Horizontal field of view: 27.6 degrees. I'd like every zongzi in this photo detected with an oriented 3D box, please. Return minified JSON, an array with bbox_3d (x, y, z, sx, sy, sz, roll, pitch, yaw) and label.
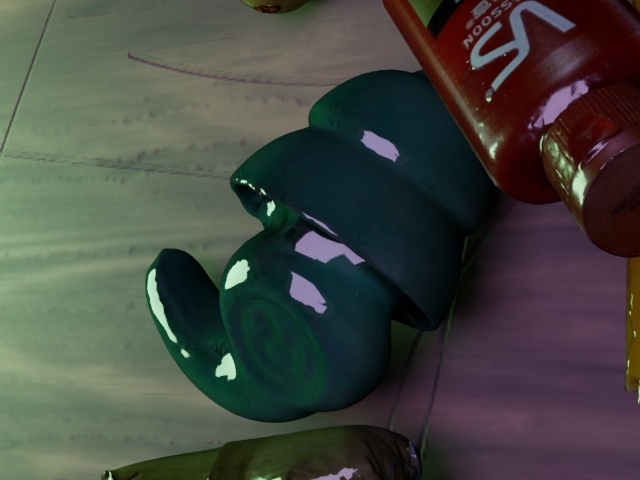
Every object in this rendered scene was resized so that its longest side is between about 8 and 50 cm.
[{"bbox_3d":[-0.020,0.267,0.857,0.251,0.125,0.274,-17,77,38],"label":"zongzi"}]

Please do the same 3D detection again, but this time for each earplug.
[{"bbox_3d":[0.004,0.004,0.883,0.164,0.257,0.280,39,90,-7],"label":"earplug"}]

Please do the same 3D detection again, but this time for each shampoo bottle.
[{"bbox_3d":[0.122,-0.106,0.747,0.118,0.076,0.314,-35,35,11],"label":"shampoo bottle"}]

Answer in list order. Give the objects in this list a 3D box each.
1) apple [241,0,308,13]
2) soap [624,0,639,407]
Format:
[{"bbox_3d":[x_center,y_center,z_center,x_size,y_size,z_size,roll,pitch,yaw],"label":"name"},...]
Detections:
[{"bbox_3d":[-0.035,-0.209,0.958,0.084,0.071,0.084,-11,70,31],"label":"apple"},{"bbox_3d":[0.278,-0.065,0.717,0.204,0.096,0.324,0,84,35],"label":"soap"}]
